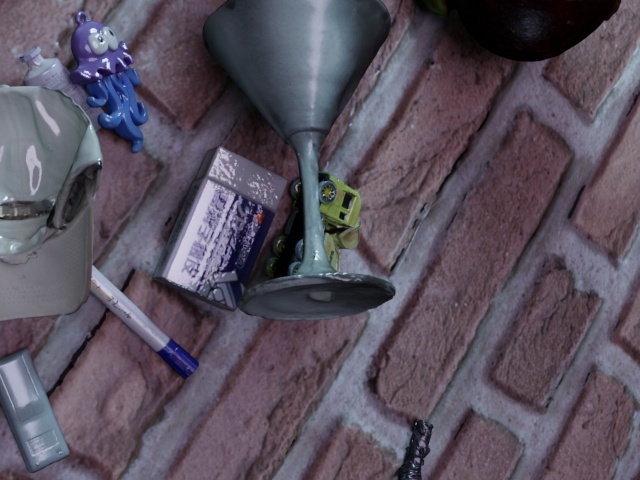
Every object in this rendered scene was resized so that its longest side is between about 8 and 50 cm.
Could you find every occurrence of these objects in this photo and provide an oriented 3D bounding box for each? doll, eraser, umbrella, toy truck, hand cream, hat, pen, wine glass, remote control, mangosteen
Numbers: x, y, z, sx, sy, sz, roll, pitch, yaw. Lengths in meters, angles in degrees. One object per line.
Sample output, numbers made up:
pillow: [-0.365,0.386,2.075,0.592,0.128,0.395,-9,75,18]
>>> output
doll: [-0.288,-0.217,1.331,0.110,0.067,0.206,-50,125,-49]
eraser: [-0.143,-0.016,1.403,0.124,0.068,0.210,26,77,-21]
umbrella: [0.150,0.361,1.559,0.037,0.040,0.144,23,81,-33]
toy truck: [0.000,0.000,1.465,0.116,0.085,0.191,24,80,-34]
hand cream: [-0.357,-0.197,1.318,0.084,0.053,0.142,-42,122,-20]
hat: [-0.392,-0.038,1.255,0.257,0.168,0.302,-3,116,-3]
pen: [-0.273,0.097,1.358,0.269,0.033,0.033,47,71,-18]
wine glass: [-0.017,-0.109,1.303,0.267,0.267,0.406,4,72,-26]
remote control: [-0.391,0.230,1.299,0.061,0.029,0.162,-24,100,-23]
mangosteen: [0.304,-0.443,1.511,0.359,0.306,0.306,18,81,-4]
